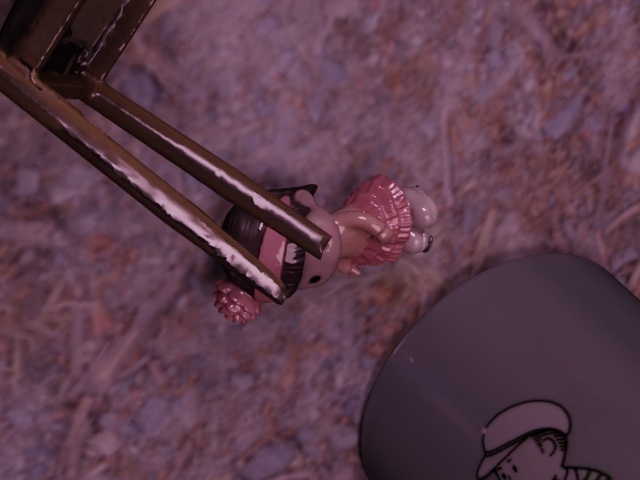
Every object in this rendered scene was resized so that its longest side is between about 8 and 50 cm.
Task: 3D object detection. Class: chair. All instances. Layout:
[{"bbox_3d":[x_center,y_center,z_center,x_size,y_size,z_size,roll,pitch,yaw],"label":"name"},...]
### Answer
[{"bbox_3d":[-0.071,-0.127,0.659,0.272,0.166,0.188,35,98,1],"label":"chair"}]

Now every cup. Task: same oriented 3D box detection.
[{"bbox_3d":[0.184,0.167,0.897,0.205,0.312,0.205,-16,127,-23],"label":"cup"}]

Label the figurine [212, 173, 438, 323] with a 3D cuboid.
[{"bbox_3d":[0.000,0.000,0.850,0.129,0.054,0.072,-14,139,-35],"label":"figurine"}]
